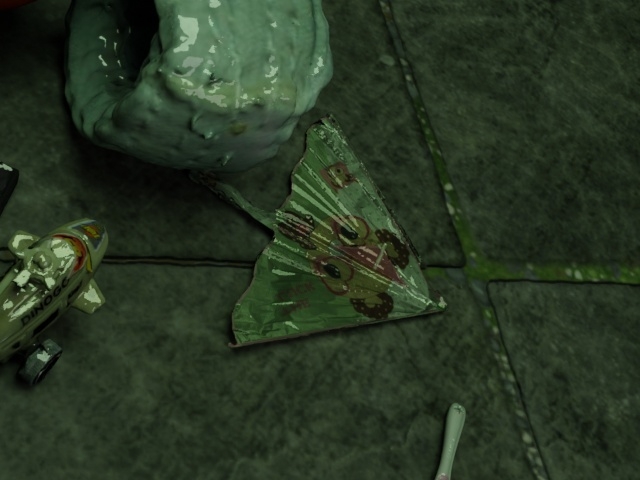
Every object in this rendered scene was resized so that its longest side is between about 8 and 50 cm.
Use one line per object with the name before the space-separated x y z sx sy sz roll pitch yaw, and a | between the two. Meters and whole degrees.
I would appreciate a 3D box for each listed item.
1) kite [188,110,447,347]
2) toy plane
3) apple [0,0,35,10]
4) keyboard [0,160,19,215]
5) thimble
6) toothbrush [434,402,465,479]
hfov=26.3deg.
kite | 0.000 0.000 1.240 0.267 0.013 0.323 28 45 -10
toy plane | -0.249 0.076 0.988 0.092 0.108 0.286 41 59 2
apple | -0.287 -0.308 1.077 0.260 0.260 0.216 18 52 -16
keyboard | -0.367 -0.079 1.089 0.250 0.017 0.087 24 50 -10
thimble | -0.108 -0.163 1.170 0.172 0.205 0.250 8 24 -32
toothbrush | 0.095 0.213 1.127 0.017 0.022 0.204 30 44 -10
